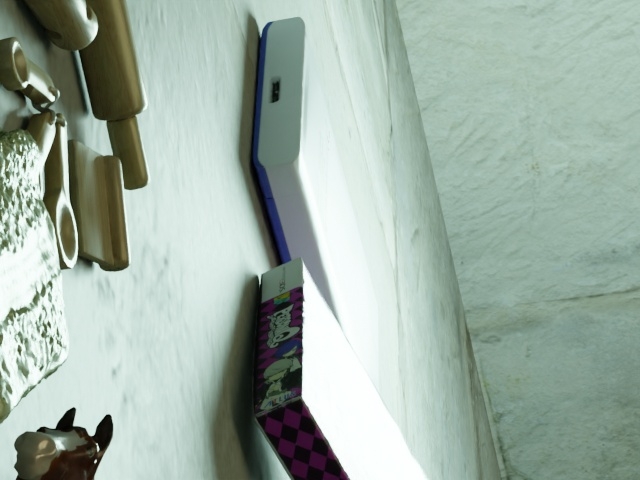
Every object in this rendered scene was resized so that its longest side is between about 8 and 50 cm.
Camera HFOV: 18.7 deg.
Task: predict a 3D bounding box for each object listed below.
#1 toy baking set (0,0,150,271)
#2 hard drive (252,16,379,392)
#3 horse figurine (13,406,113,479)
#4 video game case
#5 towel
[{"bbox_3d":[-0.122,-0.102,0.921,0.197,0.030,0.256,-62,143,-77],"label":"toy baking set"},{"bbox_3d":[0.000,0.000,1.651,0.210,0.040,0.318,-89,167,-52],"label":"hard drive"},{"bbox_3d":[-0.103,0.191,0.616,0.174,0.066,0.263,4,75,-76],"label":"horse figurine"},{"bbox_3d":[0.022,0.155,1.394,0.232,0.042,0.210,60,12,-22],"label":"video game case"},{"bbox_3d":[-0.128,0.011,0.766,0.148,0.027,0.110,-55,134,-79],"label":"towel"}]
